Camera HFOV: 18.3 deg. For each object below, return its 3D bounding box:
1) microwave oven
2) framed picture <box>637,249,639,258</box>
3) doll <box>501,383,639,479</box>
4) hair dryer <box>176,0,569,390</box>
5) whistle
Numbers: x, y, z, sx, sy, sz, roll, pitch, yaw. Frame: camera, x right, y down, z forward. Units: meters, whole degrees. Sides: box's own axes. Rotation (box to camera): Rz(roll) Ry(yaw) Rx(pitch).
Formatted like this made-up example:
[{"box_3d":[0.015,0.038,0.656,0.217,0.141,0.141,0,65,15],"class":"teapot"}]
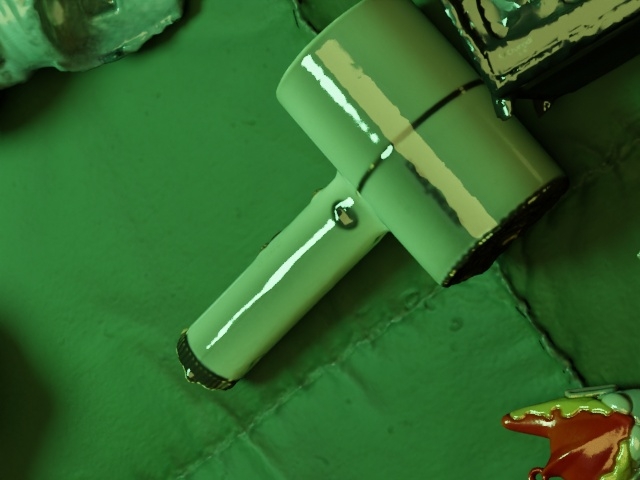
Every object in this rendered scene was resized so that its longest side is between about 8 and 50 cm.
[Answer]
[{"box_3d":[0.200,-0.220,1.384,0.247,0.188,0.178,-30,85,19],"class":"microwave oven"},{"box_3d":[0.377,-0.020,1.425,0.189,0.023,0.260,43,106,11],"class":"framed picture"},{"box_3d":[0.230,0.141,1.476,0.169,0.057,0.109,-28,70,6],"class":"doll"},{"box_3d":[0.000,0.000,1.522,0.203,0.128,0.362,49,115,9],"class":"hair dryer"},{"box_3d":[-0.281,-0.168,1.579,0.348,0.189,0.189,-14,90,9],"class":"whistle"}]
